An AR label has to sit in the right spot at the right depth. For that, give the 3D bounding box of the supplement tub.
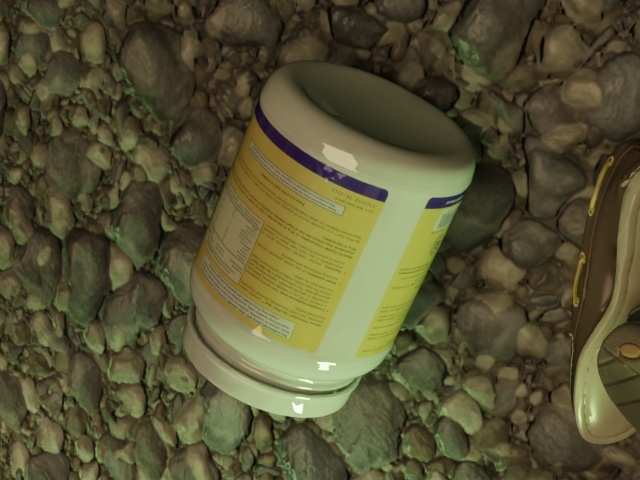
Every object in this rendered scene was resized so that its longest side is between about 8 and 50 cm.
[{"bbox_3d":[0.000,0.000,1.621,0.241,0.241,0.331,32,115,17],"label":"supplement tub"}]

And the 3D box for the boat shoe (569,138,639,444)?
[{"bbox_3d":[0.314,0.055,1.554,0.117,0.096,0.324,-2,116,-17],"label":"boat shoe"}]

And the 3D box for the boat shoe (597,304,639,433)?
[{"bbox_3d":[0.408,0.197,1.510,0.132,0.130,0.355,5,132,49],"label":"boat shoe"}]
